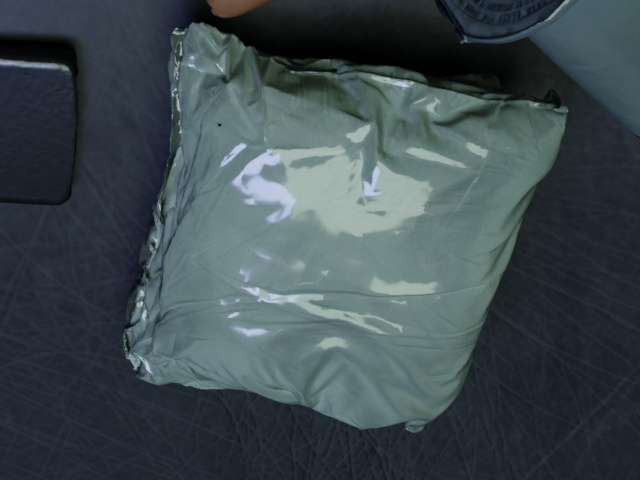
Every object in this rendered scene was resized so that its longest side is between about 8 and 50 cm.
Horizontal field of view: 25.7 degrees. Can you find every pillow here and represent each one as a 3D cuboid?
[{"bbox_3d":[0.000,0.000,1.032,0.283,0.138,0.310,13,119,-8],"label":"pillow"}]

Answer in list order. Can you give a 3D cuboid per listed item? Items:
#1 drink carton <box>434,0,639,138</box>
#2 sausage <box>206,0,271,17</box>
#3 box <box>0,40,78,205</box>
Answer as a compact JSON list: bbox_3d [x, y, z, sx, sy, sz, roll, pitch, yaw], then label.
[{"bbox_3d":[0.197,-0.176,0.938,0.191,0.185,0.189,-43,131,16],"label":"drink carton"},{"bbox_3d":[0.036,-0.241,0.904,0.289,0.086,0.086,-27,124,12],"label":"sausage"},{"bbox_3d":[-0.236,-0.084,0.999,0.125,0.027,0.126,3,124,-9],"label":"box"}]
